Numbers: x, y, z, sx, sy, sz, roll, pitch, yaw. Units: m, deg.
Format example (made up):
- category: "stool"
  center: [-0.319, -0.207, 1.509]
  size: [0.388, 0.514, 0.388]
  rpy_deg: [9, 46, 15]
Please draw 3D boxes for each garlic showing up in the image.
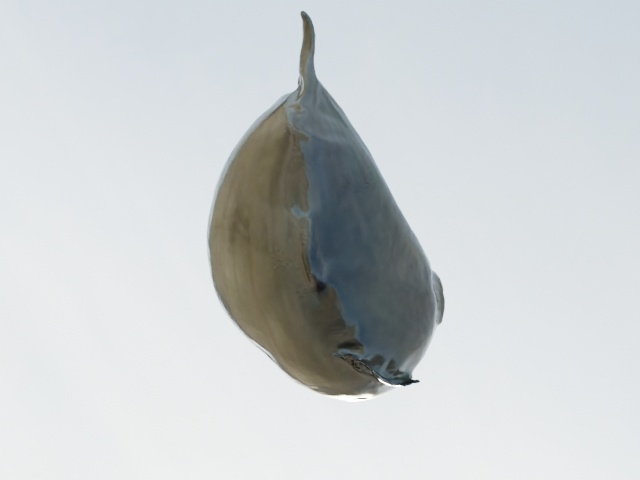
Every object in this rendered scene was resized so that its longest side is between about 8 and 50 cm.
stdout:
- category: "garlic"
  center: [-0.007, 0.001, 0.669]
  size: [0.066, 0.084, 0.152]
  rpy_deg: [-4, -48, 38]
